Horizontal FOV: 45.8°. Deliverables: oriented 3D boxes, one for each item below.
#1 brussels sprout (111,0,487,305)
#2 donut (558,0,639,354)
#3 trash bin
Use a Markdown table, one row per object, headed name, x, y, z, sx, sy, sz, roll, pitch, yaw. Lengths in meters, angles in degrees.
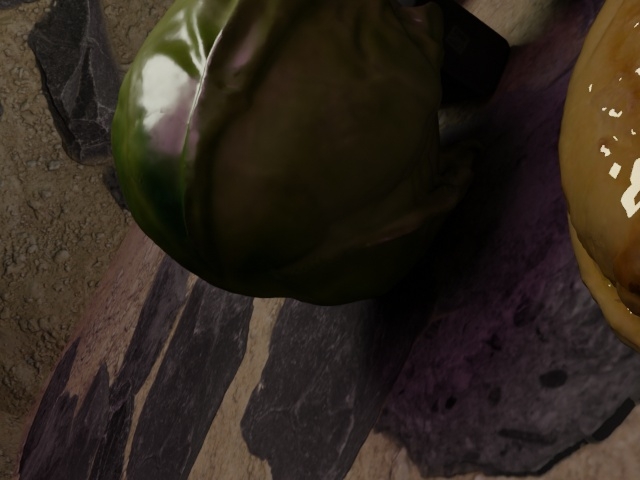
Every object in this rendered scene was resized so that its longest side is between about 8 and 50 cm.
| name | x | y | z | sx | sy | sz | roll | pitch | yaw |
| --- | --- | --- | --- | --- | --- | --- | --- | --- | --- |
| brussels sprout | -0.048 | -0.116 | 0.874 | 0.361 | 0.425 | 0.342 | -44 | -9 | -24 |
| donut | 0.313 | -0.106 | 0.398 | 0.449 | 0.198 | 0.449 | -44 | 32 | 37 |
| trash bin | 0.121 | -0.257 | 1.038 | 0.236 | 0.176 | 0.101 | 12 | 76 | 63 |
